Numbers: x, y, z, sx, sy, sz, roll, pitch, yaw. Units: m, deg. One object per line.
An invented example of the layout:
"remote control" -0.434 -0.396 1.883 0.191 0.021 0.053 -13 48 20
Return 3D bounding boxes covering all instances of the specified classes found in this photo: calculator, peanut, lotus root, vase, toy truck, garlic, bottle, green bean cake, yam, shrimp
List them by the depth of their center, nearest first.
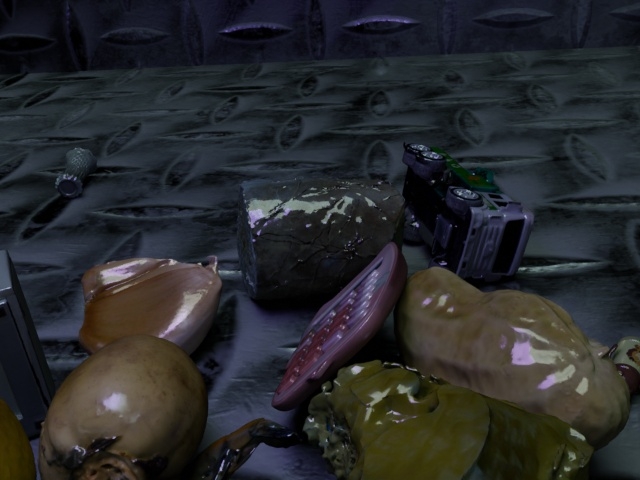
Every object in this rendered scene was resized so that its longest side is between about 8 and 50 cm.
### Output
"green bean cake" 0.080 0.248 0.604 0.285 0.202 0.310 11 32 31
"shrimp" -0.090 0.273 0.627 0.198 0.051 0.262 -46 21 14
"lotus root" -0.220 0.198 0.766 0.183 0.182 0.310 -7 10 -5
"peanut" 0.208 0.145 0.799 0.158 0.174 0.340 -38 27 -28
"bottle" 0.407 0.172 0.861 0.063 0.047 0.101 24 39 24
"calculator" 0.032 0.112 0.867 0.048 0.220 0.329 45 20 -2
"garlic" -0.253 0.112 1.006 0.228 0.110 0.217 -16 40 1
"yam" 0.001 0.002 1.095 0.271 0.202 0.201 -8 50 -10
"toy truck" 0.249 -0.066 1.202 0.178 0.176 0.363 4 26 -11
"vase" -0.598 -0.161 1.588 0.081 0.081 0.148 -6 31 -3

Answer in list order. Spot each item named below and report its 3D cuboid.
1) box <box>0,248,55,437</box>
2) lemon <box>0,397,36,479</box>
"box" -0.470 0.161 0.813 0.225 0.225 0.117 -17 31 -21
"lemon" -0.418 0.239 0.633 0.284 0.260 0.260 19 33 11
